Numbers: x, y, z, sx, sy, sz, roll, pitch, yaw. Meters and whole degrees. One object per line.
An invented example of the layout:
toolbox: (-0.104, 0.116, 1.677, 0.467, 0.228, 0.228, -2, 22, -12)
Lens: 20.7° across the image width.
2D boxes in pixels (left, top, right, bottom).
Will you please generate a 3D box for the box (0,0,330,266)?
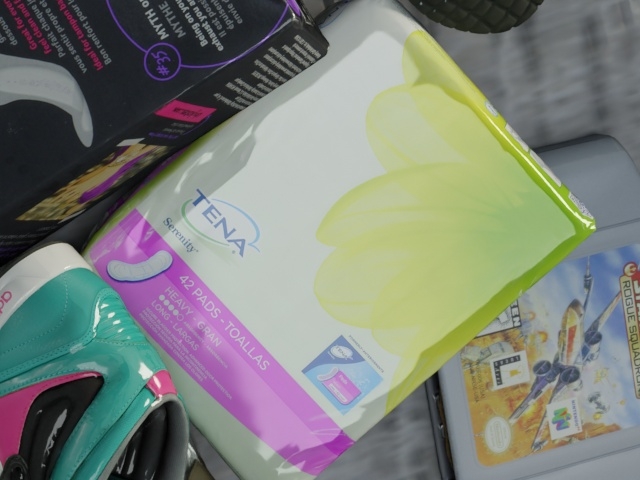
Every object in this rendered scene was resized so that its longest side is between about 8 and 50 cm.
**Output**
box: (-0.154, -0.118, 1.075, 0.270, 0.143, 0.165, -32, 84, 6)

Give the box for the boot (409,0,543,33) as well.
boot: (0.038, -0.237, 1.150, 0.247, 0.161, 0.083, 19, 123, -33)

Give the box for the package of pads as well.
package of pads: (0.000, 0.000, 1.185, 0.296, 0.101, 0.229, -42, 95, 3)

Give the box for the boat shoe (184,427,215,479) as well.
boat shoe: (-0.102, 0.201, 1.218, 0.113, 0.103, 0.302, -36, 114, -27)

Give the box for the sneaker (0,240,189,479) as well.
sneaker: (-0.182, 0.167, 1.117, 0.178, 0.124, 0.295, 41, 112, 19)

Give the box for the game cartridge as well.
game cartridge: (0.173, 0.079, 1.309, 0.198, 0.062, 0.297, -13, 105, -8)
